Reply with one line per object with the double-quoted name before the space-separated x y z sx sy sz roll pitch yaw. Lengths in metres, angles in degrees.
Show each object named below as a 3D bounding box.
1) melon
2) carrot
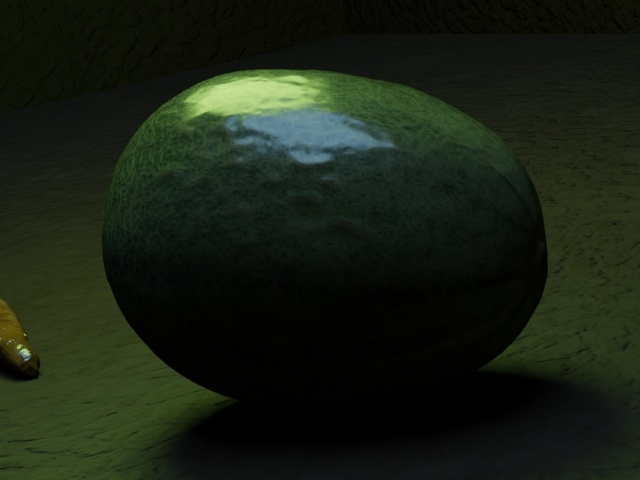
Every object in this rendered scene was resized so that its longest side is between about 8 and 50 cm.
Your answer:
"melon" 0.000 0.000 1.259 0.329 0.248 0.248 6 18 27
"carrot" -0.282 0.086 1.583 0.047 0.047 0.191 -14 14 -19
